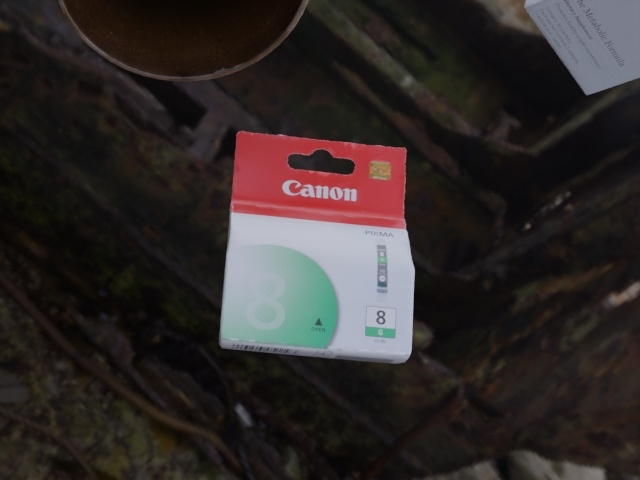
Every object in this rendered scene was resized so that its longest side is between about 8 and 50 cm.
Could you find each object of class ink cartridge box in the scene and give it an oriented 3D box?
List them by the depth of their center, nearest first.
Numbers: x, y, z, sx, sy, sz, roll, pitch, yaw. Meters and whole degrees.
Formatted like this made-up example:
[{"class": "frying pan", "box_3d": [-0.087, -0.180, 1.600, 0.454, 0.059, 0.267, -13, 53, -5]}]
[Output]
[{"class": "ink cartridge box", "box_3d": [0.000, 0.000, 1.039, 0.056, 0.181, 0.224, 124, -29, -74]}]

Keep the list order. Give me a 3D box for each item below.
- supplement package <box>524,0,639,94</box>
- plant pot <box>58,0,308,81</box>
[{"class": "supplement package", "box_3d": [0.346, -0.267, 1.057, 0.139, 0.244, 0.133, 44, 46, -32]}, {"class": "plant pot", "box_3d": [-0.127, -0.297, 0.967, 0.215, 0.215, 0.230, 37, 28, -37]}]
